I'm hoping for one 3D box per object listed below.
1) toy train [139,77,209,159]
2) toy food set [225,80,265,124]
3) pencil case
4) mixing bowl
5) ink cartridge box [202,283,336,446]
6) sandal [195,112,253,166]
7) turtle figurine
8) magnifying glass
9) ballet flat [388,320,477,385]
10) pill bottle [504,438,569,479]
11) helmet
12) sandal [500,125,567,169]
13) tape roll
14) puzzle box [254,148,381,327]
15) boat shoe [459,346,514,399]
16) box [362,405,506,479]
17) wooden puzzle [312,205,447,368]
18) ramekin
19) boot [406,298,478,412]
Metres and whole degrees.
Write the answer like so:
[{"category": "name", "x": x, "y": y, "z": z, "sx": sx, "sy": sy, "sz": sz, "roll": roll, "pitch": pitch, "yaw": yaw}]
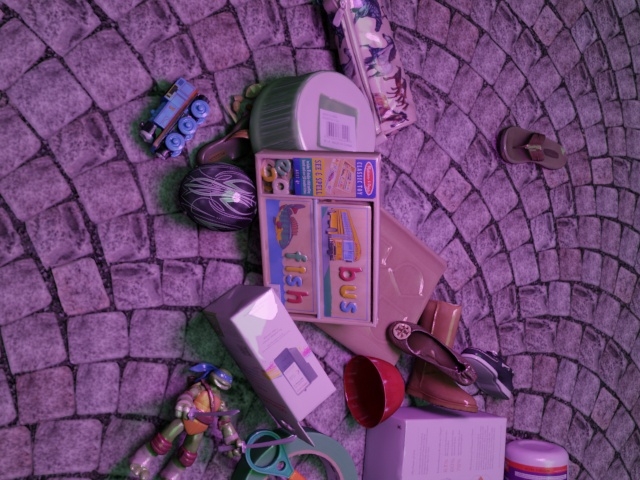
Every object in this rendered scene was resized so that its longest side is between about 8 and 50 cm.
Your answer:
[{"category": "toy train", "x": -0.327, "y": -0.270, "z": 1.343, "sx": 0.105, "sy": 0.080, "sz": 0.184, "roll": 36, "pitch": 73, "yaw": -13}, {"category": "toy food set", "x": -0.173, "y": -0.329, "z": 1.459, "sx": 0.122, "sy": 0.019, "sz": 0.077, "roll": -37, "pitch": 104, "yaw": -25}, {"category": "pencil case", "x": 0.126, "y": -0.453, "z": 1.547, "sx": 0.184, "sy": 0.160, "sz": 0.410, "roll": -25, "pitch": 100, "yaw": -48}, {"category": "mixing bowl", "x": 0.147, "y": 0.371, "z": 1.507, "sx": 0.098, "sy": 0.181, "sz": 0.181, "roll": -3, "pitch": 89, "yaw": -31}, {"category": "ink cartridge box", "x": -0.102, "y": 0.276, "z": 1.360, "sx": 0.119, "sy": 0.207, "sz": 0.353, "roll": -36, "pitch": 105, "yaw": -24}, {"category": "sandal", "x": -0.192, "y": -0.229, "z": 1.409, "sx": 0.219, "sy": 0.060, "sz": 0.089, "roll": -34, "pitch": 121, "yaw": -25}, {"category": "turtle figurine", "x": -0.252, "y": 0.415, "z": 1.256, "sx": 0.275, "sy": 0.198, "sz": 0.266, "roll": 39, "pitch": 87, "yaw": 22}, {"category": "magnifying glass", "x": -0.085, "y": 0.521, "z": 1.374, "sx": 0.231, "sy": 0.026, "sz": 0.092, "roll": 48, "pitch": 67, "yaw": -19}, {"category": "ballet flat", "x": 0.282, "y": 0.279, "z": 1.507, "sx": 0.250, "sy": 0.058, "sz": 0.084, "roll": 35, "pitch": 74, "yaw": 16}, {"category": "pill bottle", "x": 0.629, "y": 0.762, "z": 1.749, "sx": 0.182, "sy": 0.182, "sz": 0.322, "roll": 4, "pitch": 86, "yaw": -29}, {"category": "helmet", "x": -0.224, "y": -0.097, "z": 1.335, "sx": 0.161, "sy": 0.170, "sz": 0.169, "roll": 37, "pitch": 64, "yaw": -68}, {"category": "sandal", "x": 0.682, "y": -0.295, "z": 1.887, "sx": 0.303, "sy": 0.086, "sz": 0.120, "roll": 4, "pitch": 85, "yaw": -28}, {"category": "tape roll", "x": -0.061, "y": 0.615, "z": 1.440, "sx": 0.322, "sy": 0.077, "sz": 0.320, "roll": 2, "pitch": 86, "yaw": -28}, {"category": "puzzle box", "x": 0.000, "y": 0.000, "z": 1.348, "sx": 0.272, "sy": 0.052, "sz": 0.408, "roll": 3, "pitch": 113, "yaw": 12}, {"category": "boat shoe", "x": 0.473, "y": 0.358, "z": 1.703, "sx": 0.302, "sy": 0.114, "sz": 0.091, "roll": 50, "pitch": 56, "yaw": -47}, {"category": "box", "x": 0.305, "y": 0.563, "z": 1.590, "sx": 0.346, "sy": 0.168, "sz": 0.214, "roll": 9, "pitch": 84, "yaw": -29}, {"category": "wooden puzzle", "x": 0.137, "y": 0.120, "z": 1.579, "sx": 0.322, "sy": 0.080, "sz": 0.347, "roll": 39, "pitch": 75, "yaw": -21}, {"category": "ramekin", "x": -0.006, "y": -0.258, "z": 1.435, "sx": 0.304, "sy": 0.148, "sz": 0.303, "roll": 4, "pitch": 85, "yaw": -43}, {"category": "boot", "x": 0.333, "y": 0.298, "z": 1.586, "sx": 0.089, "sy": 0.236, "sz": 0.269, "roll": 19, "pitch": 82, "yaw": -40}]
